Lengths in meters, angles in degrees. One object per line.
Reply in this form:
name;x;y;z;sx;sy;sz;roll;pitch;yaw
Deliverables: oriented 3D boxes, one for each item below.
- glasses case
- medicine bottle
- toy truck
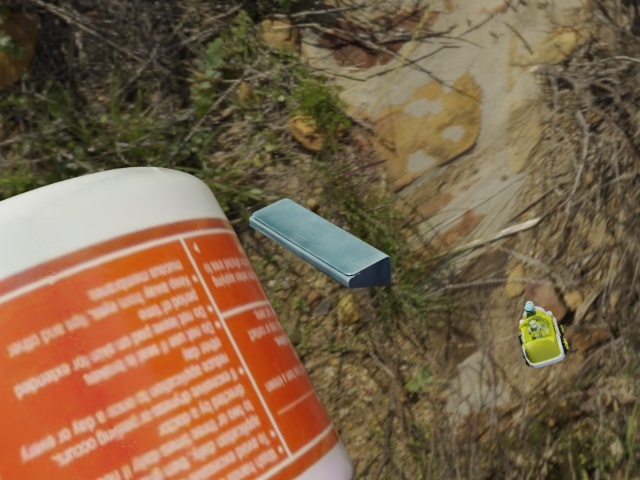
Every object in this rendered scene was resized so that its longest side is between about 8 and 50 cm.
glasses case;0.000;0.000;1.439;0.266;0.105;0.056;31;112;42
medicine bottle;-0.123;0.118;0.454;0.252;0.252;0.241;-31;82;25
toy truck;0.360;0.151;1.426;0.076;0.111;0.077;-22;120;17
